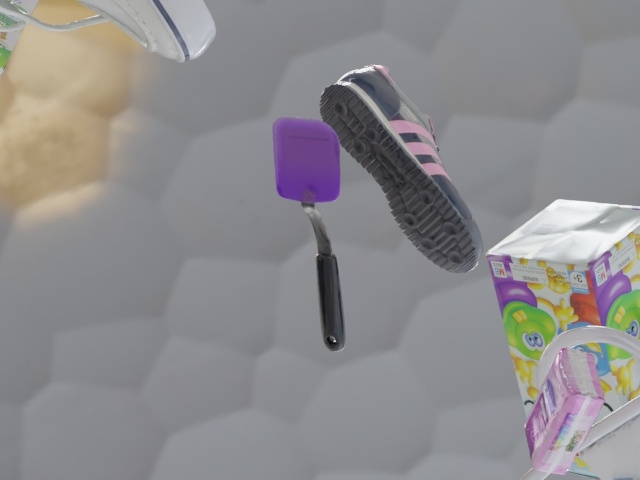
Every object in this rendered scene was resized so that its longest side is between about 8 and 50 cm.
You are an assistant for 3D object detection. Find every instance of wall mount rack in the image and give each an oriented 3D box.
[{"bbox_3d":[0.251,0.252,1.200,0.350,0.304,0.130,47,37,-1],"label":"wall mount rack"}]

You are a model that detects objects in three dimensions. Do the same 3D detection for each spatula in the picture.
[{"bbox_3d":[0.000,0.000,1.763,0.030,0.084,0.296,-50,137,-50],"label":"spatula"}]

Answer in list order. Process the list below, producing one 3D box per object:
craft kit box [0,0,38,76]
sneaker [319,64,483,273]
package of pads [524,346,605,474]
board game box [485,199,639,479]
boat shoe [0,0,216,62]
[{"bbox_3d":[-0.529,-0.333,2.134,0.250,0.061,0.246,29,28,-13],"label":"craft kit box"},{"bbox_3d":[0.138,-0.108,2.127,0.319,0.112,0.131,55,46,-6],"label":"sneaker"},{"bbox_3d":[0.175,0.123,1.110,0.050,0.032,0.083,-92,-164,-50],"label":"package of pads"},{"bbox_3d":[0.307,0.112,1.714,0.142,0.144,0.275,8,-58,45],"label":"board game box"},{"bbox_3d":[-0.261,-0.250,1.295,0.367,0.156,0.136,43,-15,7],"label":"boat shoe"}]
